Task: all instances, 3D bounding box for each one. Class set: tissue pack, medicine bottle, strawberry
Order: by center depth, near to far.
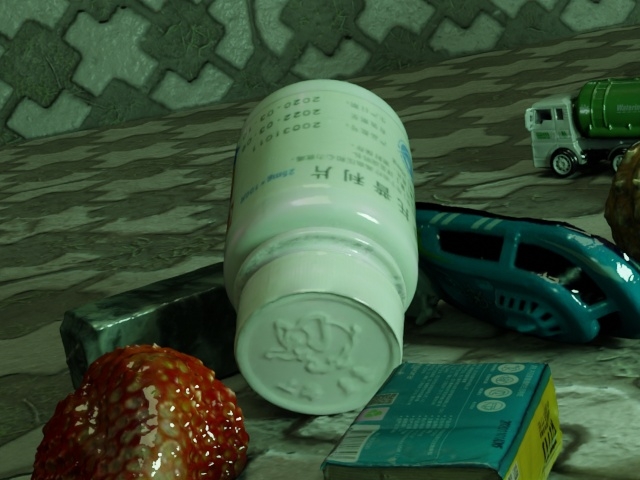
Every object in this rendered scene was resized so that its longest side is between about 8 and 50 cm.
[{"bbox_3d":[0.084,0.143,0.839,0.120,0.082,0.169,-3,15,21],"label":"tissue pack"},{"bbox_3d":[-0.137,0.137,0.967,0.175,0.107,0.236,-18,17,-29],"label":"strawberry"},{"bbox_3d":[0.000,0.000,1.131,0.170,0.170,0.293,-8,39,9],"label":"medicine bottle"}]

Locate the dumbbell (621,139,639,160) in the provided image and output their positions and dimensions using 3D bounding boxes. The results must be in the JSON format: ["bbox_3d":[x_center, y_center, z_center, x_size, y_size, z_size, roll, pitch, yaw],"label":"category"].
[{"bbox_3d":[0.401,-0.084,1.535,0.069,0.069,0.147,-13,14,-10],"label":"dumbbell"}]

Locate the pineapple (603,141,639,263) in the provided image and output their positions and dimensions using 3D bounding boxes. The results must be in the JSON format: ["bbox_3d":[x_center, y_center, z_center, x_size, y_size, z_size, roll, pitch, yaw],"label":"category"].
[{"bbox_3d":[0.367,0.003,1.093,0.158,0.158,0.279,-14,28,-17],"label":"pineapple"}]

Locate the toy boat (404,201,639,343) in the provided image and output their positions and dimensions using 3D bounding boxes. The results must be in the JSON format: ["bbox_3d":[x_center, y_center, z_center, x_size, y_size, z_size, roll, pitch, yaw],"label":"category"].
[{"bbox_3d":[0.166,0.046,1.149,0.092,0.134,0.299,-49,28,-17],"label":"toy boat"}]

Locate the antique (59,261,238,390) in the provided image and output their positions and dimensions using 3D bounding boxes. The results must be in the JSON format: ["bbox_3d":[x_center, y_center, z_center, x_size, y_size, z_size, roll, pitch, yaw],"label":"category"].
[{"bbox_3d":[-0.144,0.089,1.198,0.183,0.088,0.086,-17,15,-28],"label":"antique"}]

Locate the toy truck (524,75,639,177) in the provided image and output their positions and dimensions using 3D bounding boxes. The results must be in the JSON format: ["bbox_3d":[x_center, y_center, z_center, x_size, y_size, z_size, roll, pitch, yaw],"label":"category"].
[{"bbox_3d":[0.393,-0.151,1.695,0.242,0.125,0.101,1,19,40],"label":"toy truck"}]
